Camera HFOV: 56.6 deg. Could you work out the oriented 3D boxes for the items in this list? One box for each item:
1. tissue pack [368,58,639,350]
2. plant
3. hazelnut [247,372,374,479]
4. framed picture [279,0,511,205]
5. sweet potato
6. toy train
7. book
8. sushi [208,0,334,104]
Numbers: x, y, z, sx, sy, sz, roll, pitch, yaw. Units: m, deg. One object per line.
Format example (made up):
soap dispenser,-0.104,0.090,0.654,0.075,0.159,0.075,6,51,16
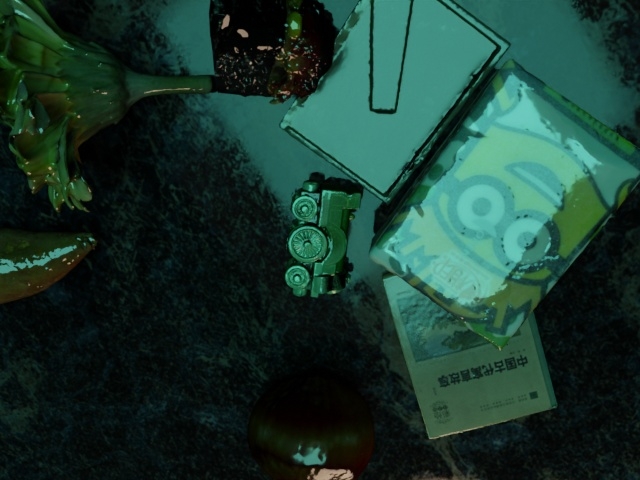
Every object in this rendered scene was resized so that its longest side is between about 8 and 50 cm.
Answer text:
tissue pack,0.242,-0.044,0.798,0.227,0.128,0.311,35,102,1
plant,-0.316,-0.184,0.771,0.296,0.261,0.306,8,118,5
hazelnut,-0.022,0.294,0.923,0.203,0.178,0.178,-9,107,41
framed picture,0.097,-0.216,0.834,0.208,0.019,0.281,37,107,-4
sweet potato,-0.502,0.038,0.928,0.336,0.131,0.131,-23,102,12
toy train,0.000,0.000,0.884,0.104,0.071,0.178,4,105,-5
book,0.231,0.157,0.920,0.214,0.025,0.283,-18,101,10
sushi,-0.060,-0.261,0.771,0.150,0.153,0.172,2,146,-7
